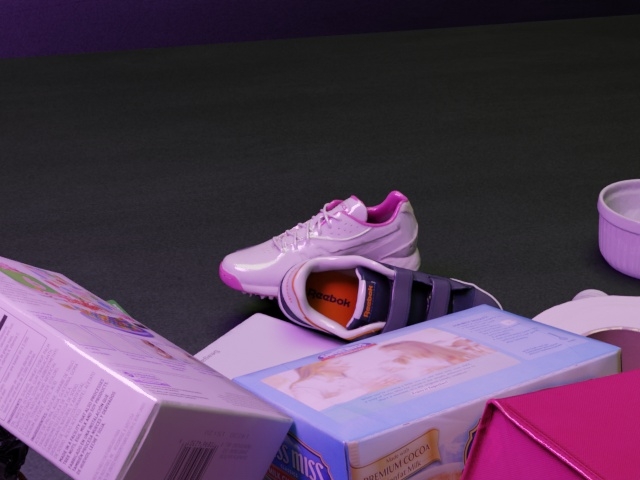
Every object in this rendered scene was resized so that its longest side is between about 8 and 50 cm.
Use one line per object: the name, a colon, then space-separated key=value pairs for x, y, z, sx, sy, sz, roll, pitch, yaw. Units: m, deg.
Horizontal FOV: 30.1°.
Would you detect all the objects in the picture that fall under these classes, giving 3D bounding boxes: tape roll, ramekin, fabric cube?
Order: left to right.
tape roll: x=0.374 y=0.189 z=1.474 sx=0.286 sy=0.100 sz=0.286 roll=-5 pitch=33 yaw=3
fabric cube: x=0.278 y=0.279 z=1.006 sx=0.258 sy=0.259 sz=0.254 roll=-4 pitch=29 yaw=-38
ramekin: x=0.557 y=-0.014 z=1.964 sx=0.207 sy=0.109 sz=0.207 roll=2 pitch=25 yaw=-1

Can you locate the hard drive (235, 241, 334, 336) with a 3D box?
hard drive: x=0.001 y=0.064 z=1.825 sx=0.172 sy=0.054 sz=0.255 roll=-16 pitch=31 yaw=-33

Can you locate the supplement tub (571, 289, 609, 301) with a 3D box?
supplement tub: x=0.382 y=0.122 z=1.706 sx=0.071 sy=0.071 sz=0.107 roll=11 pitch=26 yaw=19

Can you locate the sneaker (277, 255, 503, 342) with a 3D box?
sneaker: x=0.101 y=0.096 z=1.622 sx=0.321 sy=0.126 sz=0.127 roll=8 pitch=-9 yaw=-3

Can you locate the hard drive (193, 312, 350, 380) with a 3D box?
hard drive: x=0.000 y=0.202 z=1.541 sx=0.353 sy=0.047 sz=0.233 roll=16 pitch=28 yaw=28

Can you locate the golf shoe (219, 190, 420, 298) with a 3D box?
golf shoe: x=0.000 y=0.000 z=1.736 sx=0.306 sy=0.140 sz=0.115 roll=-8 pitch=29 yaw=-18

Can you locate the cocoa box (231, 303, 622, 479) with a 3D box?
cocoa box: x=0.116 y=0.228 z=1.233 sx=0.347 sy=0.228 sz=0.231 roll=-13 pitch=16 yaw=-29

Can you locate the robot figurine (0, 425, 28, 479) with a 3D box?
robot figurine: x=-0.373 y=0.231 z=1.166 sx=0.211 sy=0.291 sz=0.085 roll=8 pitch=26 yaw=12

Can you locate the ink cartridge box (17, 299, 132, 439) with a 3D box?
ink cartridge box: x=-0.334 y=0.164 z=1.550 sx=0.208 sy=0.086 sz=0.153 roll=-13 pitch=29 yaw=-30

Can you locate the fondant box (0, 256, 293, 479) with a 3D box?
fondant box: x=-0.219 y=0.116 z=1.076 sx=0.330 sy=0.096 sz=0.238 roll=29 pitch=2 yaw=28
